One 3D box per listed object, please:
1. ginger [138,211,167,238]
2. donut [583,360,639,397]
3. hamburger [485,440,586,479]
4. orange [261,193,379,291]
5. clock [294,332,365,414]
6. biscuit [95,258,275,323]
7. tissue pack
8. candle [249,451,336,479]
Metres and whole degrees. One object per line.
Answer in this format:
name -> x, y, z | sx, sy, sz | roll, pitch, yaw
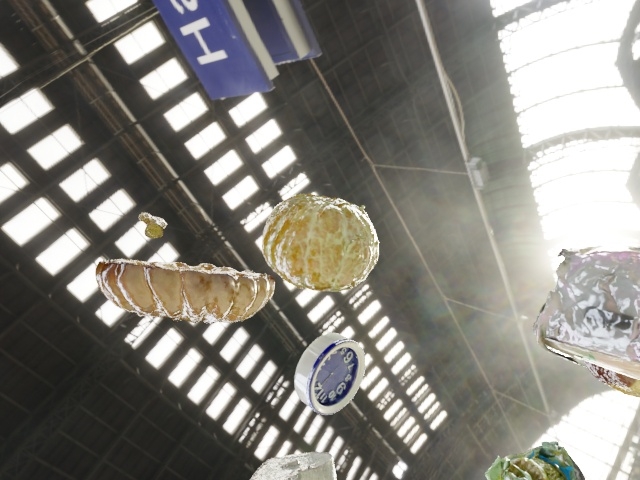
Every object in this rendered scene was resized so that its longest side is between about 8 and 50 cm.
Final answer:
ginger -> -0.327, -0.028, 0.886 | 0.030, 0.097, 0.048 | -13, -98, 4
donut -> 0.486, 0.142, 0.665 | 0.184, 0.166, 0.073 | -52, -9, -2
hamburger -> 0.546, 0.652, 1.150 | 0.150, 0.260, 0.276 | 11, -67, -17
orange -> 0.000, 0.000, 1.234 | 0.329, 0.329, 0.249 | 0, -67, -40
clock -> 0.031, 0.392, 1.327 | 0.230, 0.083, 0.230 | -16, -65, -38
biscuit -> -0.251, 0.092, 0.850 | 0.326, 0.326, 0.107 | 12, -98, -42
tissue pack -> 0.349, 0.074, 0.380 | 0.257, 0.215, 0.123 | 13, -93, -35
candle -> -0.070, 0.507, 0.951 | 0.192, 0.168, 0.068 | -5, -101, -32
